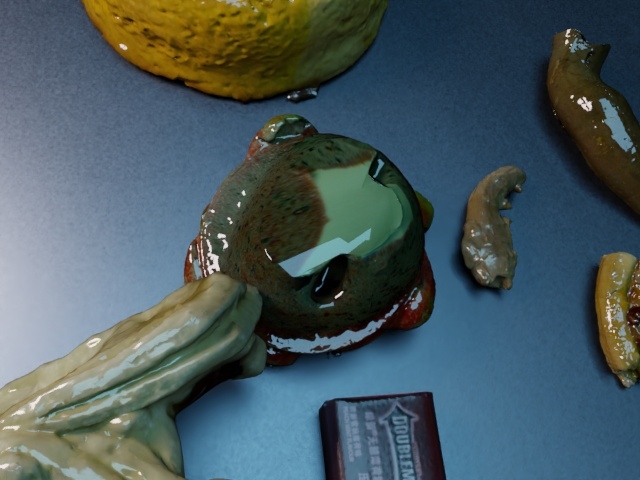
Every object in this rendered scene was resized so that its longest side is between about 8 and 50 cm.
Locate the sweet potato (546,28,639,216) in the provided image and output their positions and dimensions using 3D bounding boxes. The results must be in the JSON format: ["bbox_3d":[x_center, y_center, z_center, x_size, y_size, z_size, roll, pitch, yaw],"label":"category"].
[{"bbox_3d":[0.368,-0.145,0.923,0.112,0.085,0.286,-21,71,-21],"label":"sweet potato"}]

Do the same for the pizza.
[{"bbox_3d":[0.411,0.092,0.833,0.193,0.069,0.154,6,65,-4],"label":"pizza"}]

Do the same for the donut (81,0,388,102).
[{"bbox_3d":[-0.079,-0.392,0.925,0.377,0.163,0.435,27,66,3],"label":"donut"}]

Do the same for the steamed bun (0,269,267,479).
[{"bbox_3d":[-0.207,0.198,0.596,0.427,0.247,0.189,-30,93,-7],"label":"steamed bun"}]

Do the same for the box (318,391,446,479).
[{"bbox_3d":[0.068,0.264,0.710,0.120,0.069,0.224,-1,65,-9],"label":"box"}]

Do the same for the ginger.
[{"bbox_3d":[0.204,-0.023,0.866,0.069,0.051,0.174,18,67,-4],"label":"ginger"}]

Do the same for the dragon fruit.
[{"bbox_3d":[0.000,0.000,0.789,0.295,0.130,0.268,-29,68,-18],"label":"dragon fruit"}]
